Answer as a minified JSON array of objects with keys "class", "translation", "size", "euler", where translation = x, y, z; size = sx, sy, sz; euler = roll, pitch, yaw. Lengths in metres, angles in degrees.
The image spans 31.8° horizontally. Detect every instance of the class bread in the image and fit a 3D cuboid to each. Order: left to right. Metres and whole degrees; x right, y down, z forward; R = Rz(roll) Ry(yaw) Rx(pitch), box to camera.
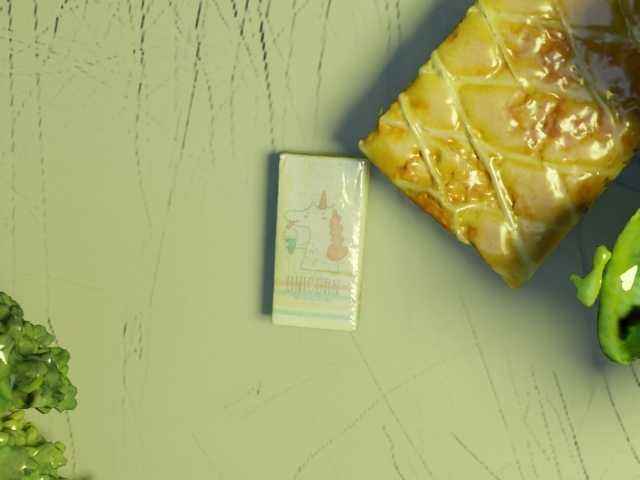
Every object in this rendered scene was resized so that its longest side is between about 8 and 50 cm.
[{"class":"bread","translation":[0.124,-0.084,0.635],"size":[0.125,0.068,0.188],"euler":[40,102,4]}]

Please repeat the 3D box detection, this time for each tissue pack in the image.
[{"class":"tissue pack","translation":[0.000,0.000,0.692],"size":[0.056,0.023,0.108],"euler":[6,98,10]}]

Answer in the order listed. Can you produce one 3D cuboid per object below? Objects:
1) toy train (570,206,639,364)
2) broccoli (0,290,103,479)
[{"class":"toy train","translation":[0.247,-0.024,0.550],"size":[0.159,0.188,0.272],"euler":[18,104,35]},{"class":"broccoli","translation":[-0.218,0.182,0.643],"size":[0.301,0.249,0.375],"euler":[23,111,-1]}]
